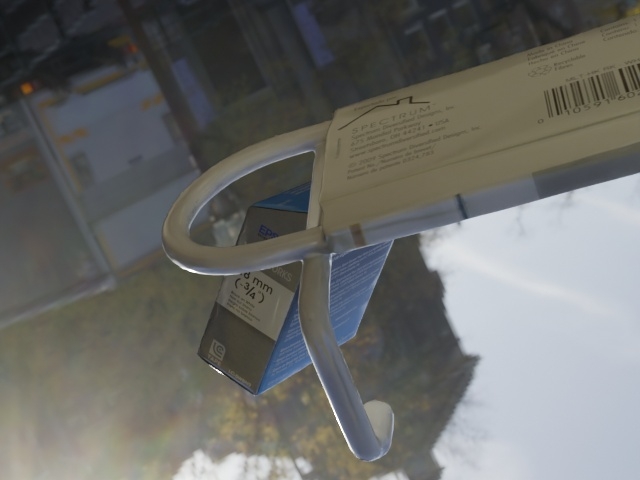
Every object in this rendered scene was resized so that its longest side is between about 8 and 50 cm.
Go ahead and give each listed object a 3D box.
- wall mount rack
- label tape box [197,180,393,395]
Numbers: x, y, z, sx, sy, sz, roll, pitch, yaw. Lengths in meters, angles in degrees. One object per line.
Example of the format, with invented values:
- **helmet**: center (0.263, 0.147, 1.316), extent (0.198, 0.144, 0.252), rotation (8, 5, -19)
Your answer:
- **wall mount rack**: center (0.109, -0.036, 0.612), extent (0.350, 0.130, 0.304), rotation (-15, -150, 13)
- **label tape box**: center (0.000, 0.000, 1.502), extent (0.241, 0.106, 0.333), rotation (-25, 143, -55)
